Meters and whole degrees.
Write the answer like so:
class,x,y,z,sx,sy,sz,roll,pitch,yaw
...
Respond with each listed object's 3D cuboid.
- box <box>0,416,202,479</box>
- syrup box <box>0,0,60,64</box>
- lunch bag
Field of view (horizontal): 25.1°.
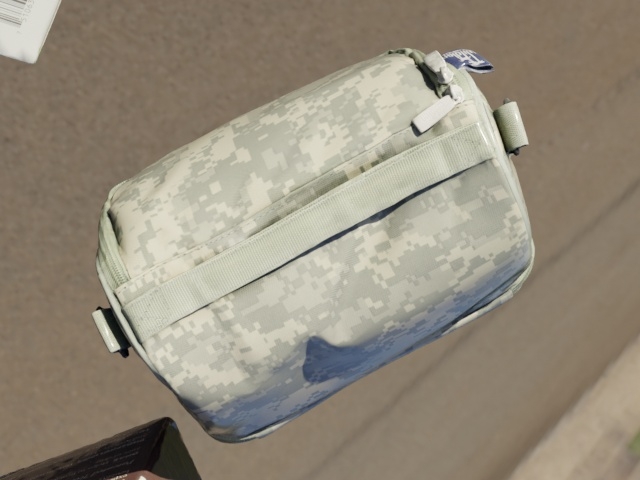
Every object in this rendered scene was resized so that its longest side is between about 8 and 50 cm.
class,x,y,z,sx,sy,sz,roll,pitch,yaw
box,-0.168,0.261,1.057,0.167,0.169,0.203,-20,-168,9
syrup box,-0.241,-0.225,0.999,0.096,0.237,0.093,16,116,-27
lunch bag,0.000,0.000,1.024,0.305,0.213,0.256,-28,176,0
